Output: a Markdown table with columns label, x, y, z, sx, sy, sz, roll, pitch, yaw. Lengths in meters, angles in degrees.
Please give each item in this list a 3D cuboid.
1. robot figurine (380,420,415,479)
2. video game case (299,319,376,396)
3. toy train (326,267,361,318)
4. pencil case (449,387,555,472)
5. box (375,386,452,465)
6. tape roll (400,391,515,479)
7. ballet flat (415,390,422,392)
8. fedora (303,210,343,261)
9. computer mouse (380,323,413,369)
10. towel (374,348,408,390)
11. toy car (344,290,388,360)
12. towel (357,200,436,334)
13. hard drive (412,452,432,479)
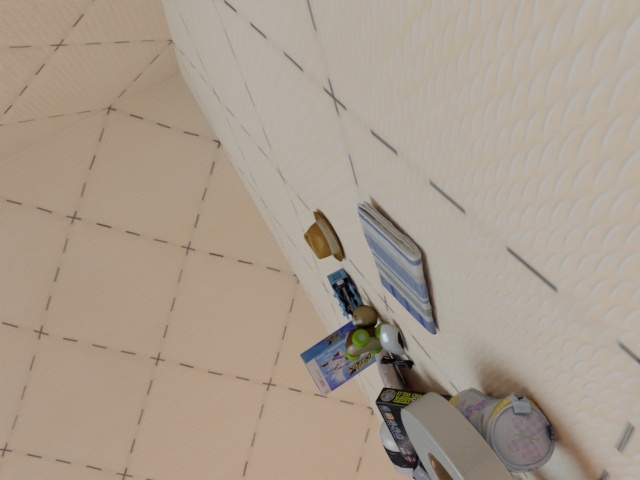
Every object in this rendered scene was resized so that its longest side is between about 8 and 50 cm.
| label | x | y | z | sx | sy | sz | roll | pitch | yaw |
| --- | --- | --- | --- | --- | --- | --- | --- | --- | --- |
| robot figurine | 0.337 | 0.786 | 2.102 | 0.278 | 0.209 | 0.173 | 64 | -148 | -25 |
| video game case | 0.078 | 0.463 | 2.157 | 0.061 | 0.269 | 0.244 | 47 | 165 | 46 |
| toy train | 0.088 | 0.188 | 1.885 | 0.184 | 0.080 | 0.105 | 64 | 179 | -36 |
| pencil case | 0.318 | 0.342 | 1.012 | 0.273 | 0.113 | 0.124 | 106 | 152 | -76 |
| box | 0.297 | 0.533 | 1.519 | 0.216 | 0.060 | 0.270 | -3 | 122 | 39 |
| tape roll | 0.280 | 0.460 | 0.987 | 0.392 | 0.072 | 0.392 | 58 | 171 | 14 |
| ballet flat | 0.327 | 0.523 | 1.628 | 0.203 | 0.074 | 0.074 | 46 | 163 | 43 |
| fedora | 0.000 | 0.000 | 1.751 | 0.194 | 0.079 | 0.194 | 57 | 170 | 17 |
| computer mouse | 0.210 | 0.318 | 1.611 | 0.106 | 0.042 | 0.193 | 9 | 138 | 30 |
| towel | 0.271 | 0.531 | 1.789 | 0.317 | 0.053 | 0.332 | 63 | -176 | -22 |
| toy car | 0.127 | 0.260 | 1.737 | 0.155 | 0.149 | 0.188 | 103 | 150 | -59 |
| towel | 0.171 | 0.062 | 1.181 | 0.209 | 0.034 | 0.285 | 48 | 167 | 43 |
| hard drive | 0.344 | 0.604 | 1.369 | 0.254 | 0.054 | 0.172 | 37 | -156 | 2 |
